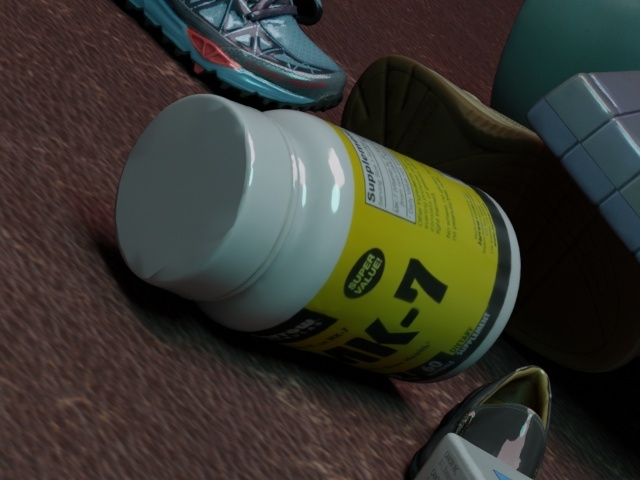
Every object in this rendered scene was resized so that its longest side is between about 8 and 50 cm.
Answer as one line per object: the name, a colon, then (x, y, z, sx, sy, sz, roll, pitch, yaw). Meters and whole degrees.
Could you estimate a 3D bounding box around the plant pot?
plant pot: (0.305, -0.154, 1.750, 0.235, 0.293, 0.293, 25, 13, 16)

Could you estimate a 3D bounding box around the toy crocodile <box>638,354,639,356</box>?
toy crocodile: (0.385, 0.104, 1.453, 0.340, 0.105, 0.115, 22, 19, -2)

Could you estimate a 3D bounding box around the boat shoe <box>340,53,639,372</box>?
boat shoe: (0.147, -0.023, 1.328, 0.110, 0.122, 0.341, 20, 22, -43)

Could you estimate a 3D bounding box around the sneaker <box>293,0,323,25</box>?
sneaker: (-0.054, -0.239, 1.602, 0.162, 0.063, 0.073, 24, 24, -36)

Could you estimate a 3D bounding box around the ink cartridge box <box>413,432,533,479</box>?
ink cartridge box: (0.169, 0.214, 0.754, 0.261, 0.066, 0.296, 32, 8, -15)

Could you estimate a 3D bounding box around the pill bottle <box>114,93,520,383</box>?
pill bottle: (0.000, 0.000, 0.967, 0.208, 0.119, 0.119, 20, 24, -44)

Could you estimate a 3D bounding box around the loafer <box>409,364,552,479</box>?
loafer: (0.088, 0.109, 0.956, 0.062, 0.061, 0.170, 37, 17, -4)

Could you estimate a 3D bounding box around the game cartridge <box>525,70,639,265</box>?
game cartridge: (0.257, -0.014, 1.260, 0.230, 0.068, 0.355, 57, 18, 6)

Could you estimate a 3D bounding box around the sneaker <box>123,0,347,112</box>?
sneaker: (-0.075, -0.199, 1.336, 0.262, 0.125, 0.104, 39, 19, 8)
